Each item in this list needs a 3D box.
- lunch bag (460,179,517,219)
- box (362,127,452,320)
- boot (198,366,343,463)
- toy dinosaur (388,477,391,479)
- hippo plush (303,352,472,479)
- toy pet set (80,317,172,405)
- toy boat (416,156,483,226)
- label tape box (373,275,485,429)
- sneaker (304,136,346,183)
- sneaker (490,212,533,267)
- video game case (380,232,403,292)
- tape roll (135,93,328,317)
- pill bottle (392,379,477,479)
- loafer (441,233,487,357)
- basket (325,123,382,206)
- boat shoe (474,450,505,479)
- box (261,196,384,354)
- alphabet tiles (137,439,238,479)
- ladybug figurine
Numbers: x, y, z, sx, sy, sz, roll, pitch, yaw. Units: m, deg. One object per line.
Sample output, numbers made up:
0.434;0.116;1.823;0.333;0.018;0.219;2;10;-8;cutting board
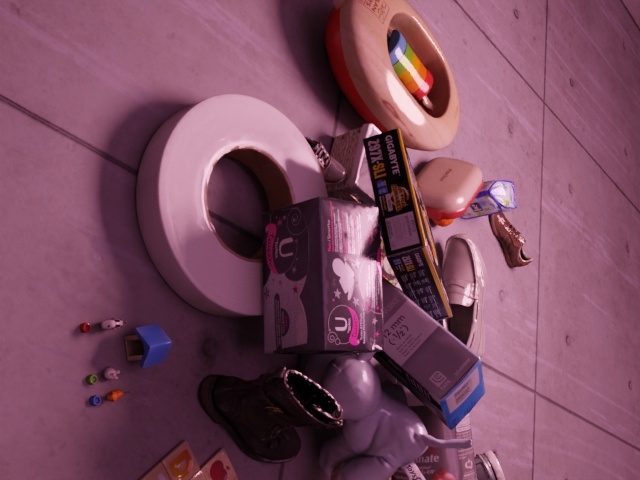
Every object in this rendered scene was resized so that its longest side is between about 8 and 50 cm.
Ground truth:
0.425;-0.111;1.975;0.151;0.129;0.096;5;77;-50;lunch bag
0.169;-0.018;1.433;0.322;0.079;0.257;58;18;-57;box
-0.054;0.292;1.227;0.263;0.229;0.091;45;50;-34;boot
0.119;0.429;1.463;0.064;0.211;0.112;-31;67;-12;toy dinosaur
0.056;0.321;1.343;0.234;0.294;0.236;-46;113;-8;hippo plush
-0.283;0.172;1.113;0.114;0.065;0.122;-7;87;-50;toy pet set
0.307;-0.102;1.850;0.231;0.151;0.151;-47;147;-44;toy boat
0.146;0.184;1.432;0.115;0.347;0.249;-47;153;-9;label tape box
-0.011;-0.164;1.482;0.158;0.065;0.061;27;62;-17;sneaker
0.548;-0.011;2.141;0.066;0.071;0.188;-48;118;-44;sneaker
0.163;0.033;1.696;0.210;0.042;0.232;46;50;-32;video game case
-0.138;-0.058;1.315;0.392;0.072;0.392;10;76;-45;tape roll
0.228;0.393;1.582;0.176;0.176;0.319;4;77;-49;pill bottle
0.345;0.141;1.833;0.111;0.112;0.319;6;77;-58;loafer
0.082;-0.145;1.594;0.113;0.103;0.167;39;54;-38;basket
0.405;0.664;1.818;0.099;0.116;0.319;-16;104;-8;boat shoe
-0.001;0.066;1.264;0.142;0.163;0.247;9;76;-41;box
-0.224;0.491;1.150;0.342;0.011;0.285;-37;109;-48;alphabet tiles
0.152;-0.378;1.686;0.449;0.162;0.305;47;50;-33;ladybug figurine
